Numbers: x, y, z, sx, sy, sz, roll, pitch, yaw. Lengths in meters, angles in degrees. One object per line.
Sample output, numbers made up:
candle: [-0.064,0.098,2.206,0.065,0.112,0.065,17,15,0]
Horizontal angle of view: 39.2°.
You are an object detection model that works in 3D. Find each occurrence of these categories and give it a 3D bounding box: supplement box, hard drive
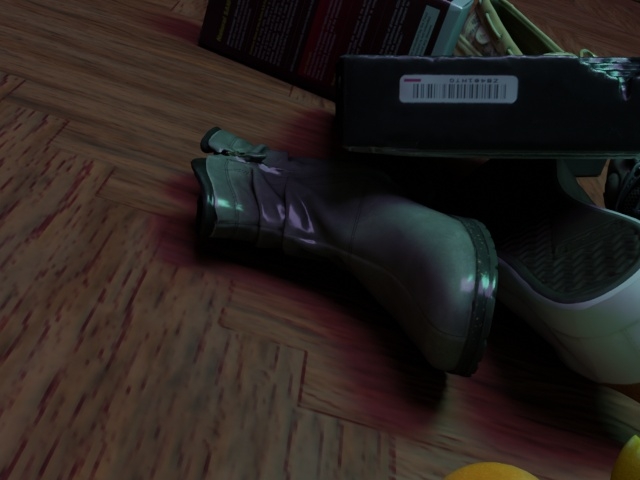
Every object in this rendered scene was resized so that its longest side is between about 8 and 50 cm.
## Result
supplement box: [0.012,-0.215,0.881,0.239,0.130,0.073,24,27,7]
hard drive: [0.128,-0.105,0.668,0.236,0.064,0.339,0,11,0]

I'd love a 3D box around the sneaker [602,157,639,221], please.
sneaker: [0.268,-0.010,0.720,0.130,0.087,0.227,30,26,24]

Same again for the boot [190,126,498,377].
boot: [0.000,0.000,0.546,0.161,0.084,0.246,7,22,-13]

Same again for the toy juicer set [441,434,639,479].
toy juicer set: [0.152,0.123,0.266,0.328,0.090,0.209,-9,4,25]

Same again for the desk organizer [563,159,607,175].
desk organizer: [0.230,-0.095,0.893,0.130,0.047,0.050,-4,33,-38]

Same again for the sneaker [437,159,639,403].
sneaker: [0.159,0.025,0.603,0.123,0.106,0.290,52,8,-19]

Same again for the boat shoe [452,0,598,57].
boat shoe: [0.258,-0.211,1.077,0.104,0.089,0.285,-1,34,-35]
